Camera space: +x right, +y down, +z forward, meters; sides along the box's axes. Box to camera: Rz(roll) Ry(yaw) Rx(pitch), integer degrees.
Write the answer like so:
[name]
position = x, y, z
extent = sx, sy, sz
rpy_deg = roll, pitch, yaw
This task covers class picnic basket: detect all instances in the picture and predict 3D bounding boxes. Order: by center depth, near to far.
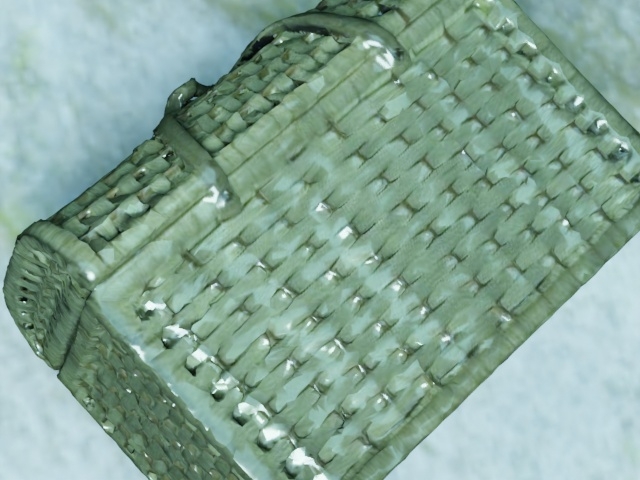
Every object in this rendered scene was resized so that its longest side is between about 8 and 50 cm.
[picnic basket]
position = 0.000, 0.000, 0.608
extent = 0.196, 0.134, 0.154
rpy_deg = -42, 87, -21
